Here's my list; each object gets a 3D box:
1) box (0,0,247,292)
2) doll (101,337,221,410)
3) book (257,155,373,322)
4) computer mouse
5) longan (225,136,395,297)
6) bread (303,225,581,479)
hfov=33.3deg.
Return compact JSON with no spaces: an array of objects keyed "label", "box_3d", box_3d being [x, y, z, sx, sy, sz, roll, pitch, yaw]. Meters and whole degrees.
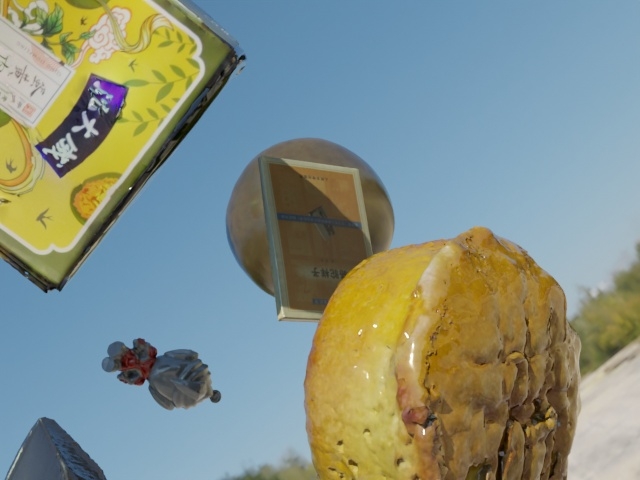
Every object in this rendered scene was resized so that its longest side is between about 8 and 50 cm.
[{"label":"box","box_3d":[-0.360,-0.210,1.280,0.373,0.420,0.138,-50,8,10]},{"label":"doll","box_3d":[-0.223,0.191,1.530,0.094,0.180,0.079,-66,20,-1]},{"label":"book","box_3d":[0.000,0.000,1.488,0.170,0.241,0.018,5,-25,-33]},{"label":"computer mouse","box_3d":[-0.320,0.338,1.305,0.087,0.295,0.168,24,-84,-30]},{"label":"longan","box_3d":[-0.024,-0.036,1.918,0.319,0.319,0.319,-36,-14,-10]},{"label":"bread","box_3d":[0.152,0.183,1.233,0.215,0.398,0.398,2,17,40]}]
